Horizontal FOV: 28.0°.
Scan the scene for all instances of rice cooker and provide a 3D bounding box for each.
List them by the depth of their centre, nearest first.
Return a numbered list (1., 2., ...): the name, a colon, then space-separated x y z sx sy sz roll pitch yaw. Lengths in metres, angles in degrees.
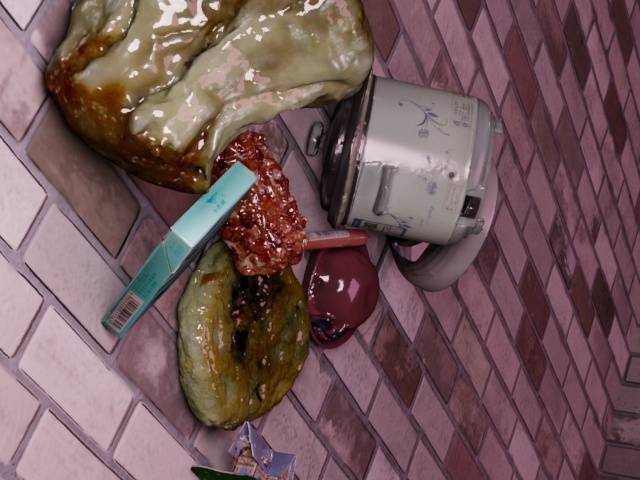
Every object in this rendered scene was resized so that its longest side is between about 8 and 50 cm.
1. rice cooker: 0.124 -0.129 2.042 0.316 0.316 0.264 -43 153 -50

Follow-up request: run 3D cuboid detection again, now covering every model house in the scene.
1. model house: -0.102 0.337 1.887 0.167 0.117 0.088 57 45 -46

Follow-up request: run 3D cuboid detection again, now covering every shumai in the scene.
1. shumai: -0.157 -0.233 1.518 0.323 0.324 0.397 -52 122 -19

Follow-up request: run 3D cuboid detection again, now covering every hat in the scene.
1. hat: 0.044 0.082 2.129 0.205 0.089 0.206 -19 112 -58

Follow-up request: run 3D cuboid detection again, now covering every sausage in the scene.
1. sausage: 0.000 0.000 2.044 0.223 0.029 0.029 -4 99 -44

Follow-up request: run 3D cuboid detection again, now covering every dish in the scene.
1. dish: 0.179 -0.057 2.251 0.133 0.273 0.273 19 76 -23

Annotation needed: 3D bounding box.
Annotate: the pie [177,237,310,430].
1. pie: -0.108 0.130 1.888 0.323 0.070 0.323 -11 103 -60

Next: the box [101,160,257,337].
1. box: -0.179 0.014 1.617 0.041 0.229 0.162 41 44 -2

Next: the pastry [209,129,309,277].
1. pastry: -0.096 -0.051 1.811 0.115 0.097 0.209 -24 90 -53
